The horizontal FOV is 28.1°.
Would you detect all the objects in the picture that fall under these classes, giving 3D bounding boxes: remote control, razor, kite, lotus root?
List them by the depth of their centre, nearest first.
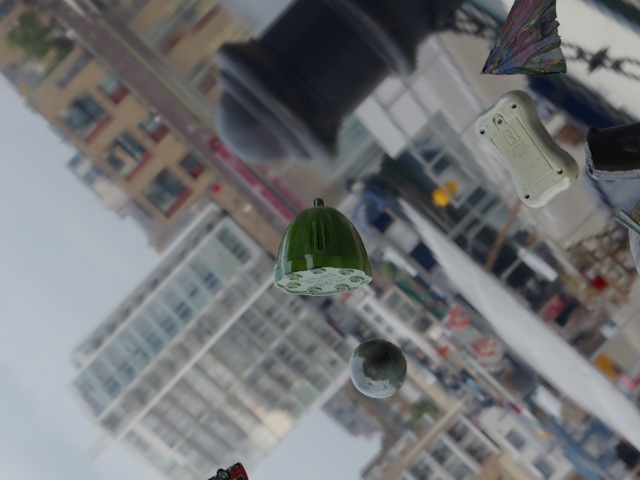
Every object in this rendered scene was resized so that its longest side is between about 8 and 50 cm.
[{"bbox_3d":[0.220,-0.098,1.358,0.032,0.074,0.122,-21,-104,-53],"label":"remote control"},{"bbox_3d":[0.286,-0.299,1.726,0.016,0.234,0.321,22,-131,-17],"label":"kite"},{"bbox_3d":[0.469,-0.135,1.905,0.054,0.148,0.090,67,-164,-59],"label":"razor"},{"bbox_3d":[0.000,0.000,2.346,0.186,0.186,0.186,44,179,1],"label":"lotus root"}]

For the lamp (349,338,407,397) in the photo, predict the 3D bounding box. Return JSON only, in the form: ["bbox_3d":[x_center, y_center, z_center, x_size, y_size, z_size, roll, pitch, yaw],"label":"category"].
[{"bbox_3d":[0.102,0.224,2.249,0.105,0.105,0.105,44,179,1],"label":"lamp"}]

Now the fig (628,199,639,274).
[{"bbox_3d":[0.604,-0.066,2.082,0.217,0.217,0.321,43,151,49],"label":"fig"}]

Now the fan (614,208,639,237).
[{"bbox_3d":[0.578,0.055,1.942,0.011,0.229,0.335,-7,-137,-49],"label":"fan"}]

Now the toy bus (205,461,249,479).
[{"bbox_3d":[-0.145,0.333,1.675,0.043,0.110,0.031,63,168,-3],"label":"toy bus"}]
